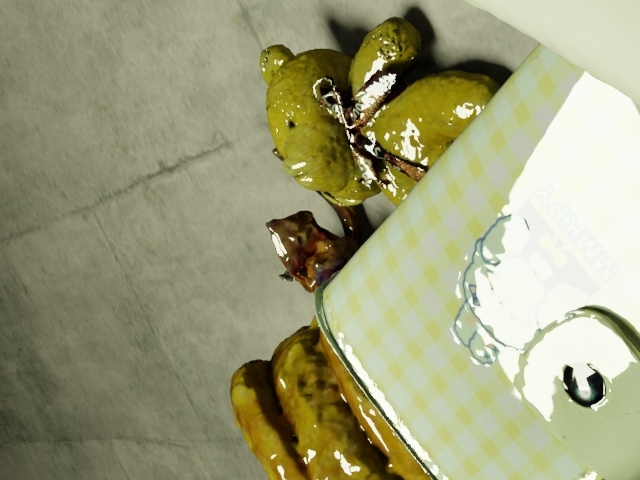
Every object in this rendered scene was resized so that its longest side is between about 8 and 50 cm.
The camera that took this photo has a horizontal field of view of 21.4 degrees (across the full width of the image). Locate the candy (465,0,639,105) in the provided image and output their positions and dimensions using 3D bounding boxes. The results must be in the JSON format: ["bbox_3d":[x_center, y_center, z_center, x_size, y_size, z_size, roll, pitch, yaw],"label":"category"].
[{"bbox_3d":[0.113,-0.182,0.659,0.359,0.208,0.145,37,148,40],"label":"candy"}]

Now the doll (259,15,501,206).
[{"bbox_3d":[0.036,-0.066,1.071,0.209,0.097,0.137,7,123,54],"label":"doll"}]

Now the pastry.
[{"bbox_3d":[0.043,0.155,1.148,0.235,0.132,0.240,61,-165,24],"label":"pastry"}]

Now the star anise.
[{"bbox_3d":[0.000,0.000,1.215,0.097,0.070,0.190,43,173,37],"label":"star anise"}]

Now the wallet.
[{"bbox_3d":[0.135,0.027,0.929,0.223,0.077,0.309,55,138,13],"label":"wallet"}]
